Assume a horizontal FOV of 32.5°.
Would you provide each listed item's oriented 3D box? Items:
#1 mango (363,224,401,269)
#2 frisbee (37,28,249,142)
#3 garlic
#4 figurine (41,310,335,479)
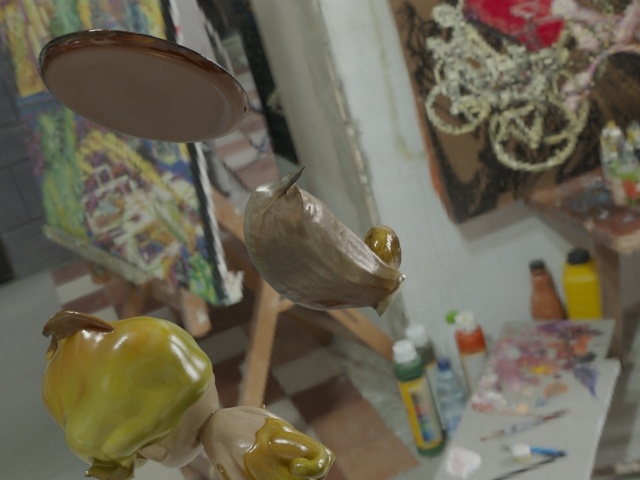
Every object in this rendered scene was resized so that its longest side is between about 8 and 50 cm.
[{"bbox_3d":[0.088,0.018,1.596,0.057,0.078,0.114,-3,8,8],"label":"mango"},{"bbox_3d":[-0.207,-0.173,1.285,0.251,0.251,0.021,-3,67,28],"label":"frisbee"},{"bbox_3d":[-0.011,-0.006,1.068,0.129,0.198,0.090,-2,47,39],"label":"garlic"},{"bbox_3d":[-0.109,0.135,0.848,0.246,0.131,0.156,23,36,5],"label":"figurine"}]
